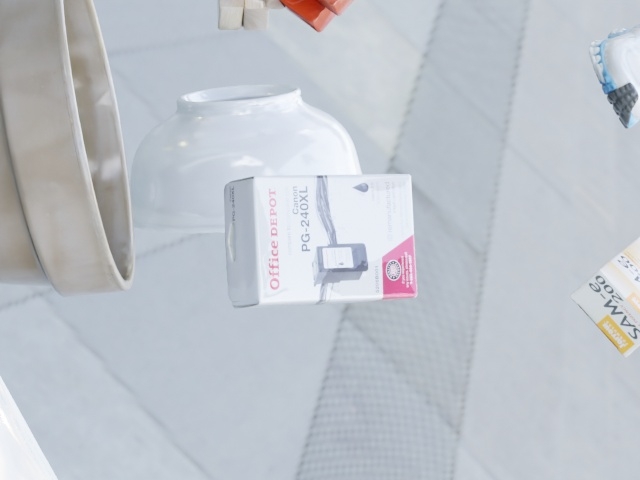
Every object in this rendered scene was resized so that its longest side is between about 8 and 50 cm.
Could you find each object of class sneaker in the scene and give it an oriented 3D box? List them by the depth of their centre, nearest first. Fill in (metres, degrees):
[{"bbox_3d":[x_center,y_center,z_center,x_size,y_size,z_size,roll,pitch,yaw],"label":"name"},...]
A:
[{"bbox_3d":[0.269,-0.148,1.360,0.071,0.083,0.190,63,24,-12],"label":"sneaker"}]

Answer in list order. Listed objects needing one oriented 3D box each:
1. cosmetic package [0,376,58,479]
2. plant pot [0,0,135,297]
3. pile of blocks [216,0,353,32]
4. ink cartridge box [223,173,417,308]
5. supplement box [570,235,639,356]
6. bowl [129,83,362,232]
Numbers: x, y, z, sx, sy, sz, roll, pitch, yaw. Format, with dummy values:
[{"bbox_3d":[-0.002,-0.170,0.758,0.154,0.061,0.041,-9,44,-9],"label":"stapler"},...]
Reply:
[{"bbox_3d":[-0.383,0.223,1.218,0.155,0.366,0.197,-86,157,-63],"label":"cosmetic package"},{"bbox_3d":[-0.335,-0.090,1.543,0.323,0.280,0.323,171,-90,-89],"label":"plant pot"},{"bbox_3d":[0.045,-0.235,1.367,0.149,0.362,0.112,14,65,-38],"label":"pile of blocks"},{"bbox_3d":[0.000,0.000,1.442,0.150,0.063,0.109,-2,88,-25],"label":"ink cartridge box"},{"bbox_3d":[0.237,0.040,1.280,0.062,0.036,0.098,48,34,8],"label":"supplement box"},{"bbox_3d":[-0.089,-0.103,1.941,0.298,0.298,0.134,-34,121,-65],"label":"bowl"}]
